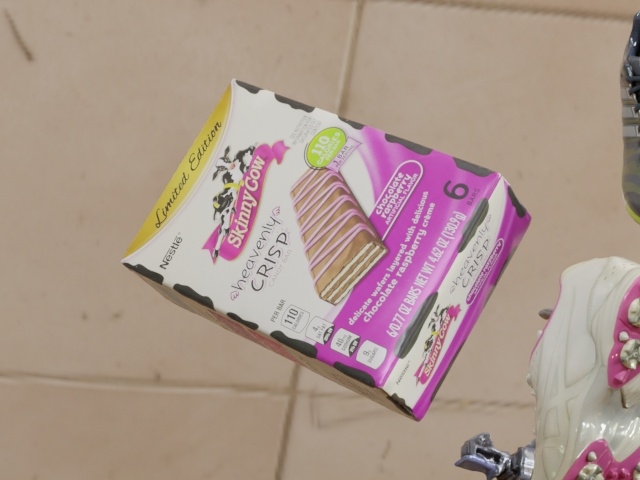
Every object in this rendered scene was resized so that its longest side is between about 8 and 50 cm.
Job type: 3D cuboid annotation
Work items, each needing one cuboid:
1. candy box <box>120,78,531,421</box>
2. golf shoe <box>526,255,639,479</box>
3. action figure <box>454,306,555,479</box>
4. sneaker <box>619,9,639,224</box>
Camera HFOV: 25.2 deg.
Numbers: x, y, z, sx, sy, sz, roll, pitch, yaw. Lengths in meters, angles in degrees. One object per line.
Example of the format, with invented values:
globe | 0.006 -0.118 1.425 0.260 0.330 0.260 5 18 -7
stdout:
candy box | 0.000 0.000 0.962 0.159 0.233 0.071 -60 145 -11
golf shoe | 0.242 0.159 1.308 0.115 0.140 0.306 15 97 -33
action figure | 0.344 0.235 1.758 0.341 0.330 0.178 12 155 -26
sneaker | 0.372 -0.140 1.589 0.111 0.300 0.121 -13 136 20
